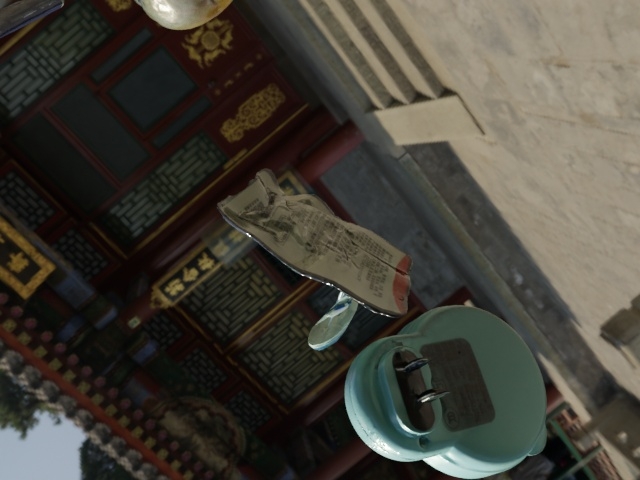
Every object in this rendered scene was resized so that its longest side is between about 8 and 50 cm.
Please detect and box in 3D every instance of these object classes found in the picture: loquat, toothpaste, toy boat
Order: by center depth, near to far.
[{"bbox_3d":[-0.315,-0.237,0.660,0.037,0.140,0.021,33,138,5],"label":"toothpaste"},{"bbox_3d":[0.028,0.080,0.832,0.034,0.149,0.105,30,-156,18],"label":"toy boat"},{"bbox_3d":[-0.191,-0.420,0.917,0.179,0.227,0.179,23,-173,-3],"label":"loquat"}]

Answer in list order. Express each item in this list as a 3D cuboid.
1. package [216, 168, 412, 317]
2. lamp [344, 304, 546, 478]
[{"bbox_3d":[0.000,0.000,0.719,0.232,0.040,0.166,31,-153,-3],"label":"package"},{"bbox_3d":[0.157,0.184,0.775,0.284,0.147,0.209,9,-125,-44],"label":"lamp"}]
